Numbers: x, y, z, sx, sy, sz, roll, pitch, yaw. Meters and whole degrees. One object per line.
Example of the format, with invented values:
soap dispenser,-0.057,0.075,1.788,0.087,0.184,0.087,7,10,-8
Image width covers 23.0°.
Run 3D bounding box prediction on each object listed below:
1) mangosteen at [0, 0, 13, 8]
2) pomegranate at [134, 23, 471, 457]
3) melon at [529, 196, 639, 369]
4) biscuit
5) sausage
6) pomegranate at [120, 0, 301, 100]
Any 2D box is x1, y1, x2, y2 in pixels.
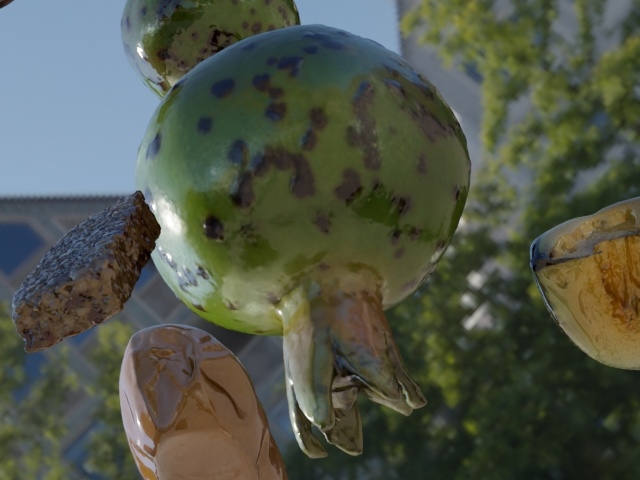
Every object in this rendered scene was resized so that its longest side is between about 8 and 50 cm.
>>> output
mangosteen,-0.309,-0.248,1.313,0.146,0.156,0.181,-18,22,18
pomegranate,0.012,-0.011,1.074,0.231,0.286,0.231,-33,-22,-15
melon,0.238,0.034,1.216,0.160,0.128,0.079,-12,12,-5
biscuit,-0.130,0.014,0.902,0.064,0.034,0.199,-26,12,5
sausage,-0.100,0.178,1.359,0.120,0.136,0.241,-18,-53,0
pomegranate,-0.117,-0.260,1.783,0.211,0.211,0.263,43,-122,-70
